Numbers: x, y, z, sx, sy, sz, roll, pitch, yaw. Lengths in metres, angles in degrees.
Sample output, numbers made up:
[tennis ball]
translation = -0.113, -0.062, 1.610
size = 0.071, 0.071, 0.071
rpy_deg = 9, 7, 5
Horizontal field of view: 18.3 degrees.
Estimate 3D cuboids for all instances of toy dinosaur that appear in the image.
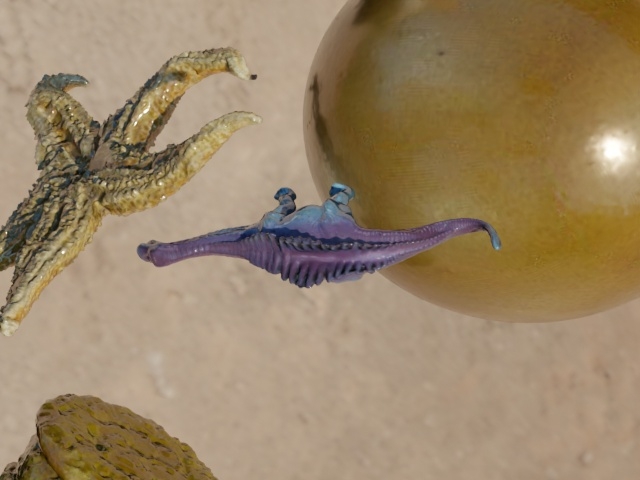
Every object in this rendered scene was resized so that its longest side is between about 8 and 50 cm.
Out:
[toy dinosaur]
translation = 0.000, 0.000, 1.050
size = 0.197, 0.080, 0.045
rpy_deg = -1, 111, 14

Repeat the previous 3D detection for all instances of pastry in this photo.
[pastry]
translation = -0.159, 0.206, 1.539
size = 0.189, 0.189, 0.103
rpy_deg = 39, 104, 22

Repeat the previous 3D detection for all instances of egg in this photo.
[egg]
translation = 0.143, -0.082, 1.438
size = 0.351, 0.283, 0.282
rpy_deg = 10, 79, 53

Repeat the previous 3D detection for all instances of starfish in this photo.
[starfish]
translation = -0.182, -0.036, 1.554
size = 0.299, 0.060, 0.302
rpy_deg = 19, 67, 51
